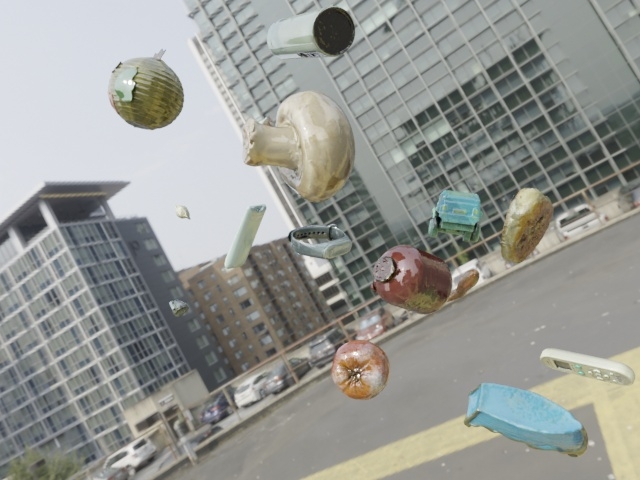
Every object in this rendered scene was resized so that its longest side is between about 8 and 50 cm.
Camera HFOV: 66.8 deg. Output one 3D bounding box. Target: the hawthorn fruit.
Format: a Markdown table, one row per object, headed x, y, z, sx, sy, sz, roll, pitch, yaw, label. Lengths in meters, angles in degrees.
| x | y | z | sx | sy | sz | roll | pitch | yaw | label |
| --- | --- | --- | --- | --- | --- | --- | --- | --- | --- |
| 0.154 | 0.510 | 1.932 | 0.231 | 0.235 | 0.263 | -53 | 5 | -15 | hawthorn fruit |

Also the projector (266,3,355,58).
| x | y | z | sx | sy | sz | roll | pitch | yaw | label |
| --- | --- | --- | --- | --- | --- | --- | --- | --- | --- |
| -0.034 | -0.510 | 1.207 | 0.108 | 0.108 | 0.337 | -28 | 27 | -13 | projector |

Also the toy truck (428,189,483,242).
| x | y | z | sx | sy | sz | roll | pitch | yaw | label |
| --- | --- | --- | --- | --- | --- | --- | --- | --- | --- |
| 0.444 | -0.077 | 1.599 | 0.154 | 0.156 | 0.279 | 8 | 3 | 10 | toy truck |

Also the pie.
| x | y | z | sx | sy | sz | roll | pitch | yaw | label |
| --- | --- | --- | --- | --- | --- | --- | --- | --- | --- |
| 0.782 | -0.053 | 1.841 | 0.315 | 0.315 | 0.092 | -26 | 38 | -35 | pie |

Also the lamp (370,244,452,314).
| x | y | z | sx | sy | sz | roll | pitch | yaw | label |
| --- | --- | --- | --- | --- | --- | --- | --- | --- | --- |
| 0.252 | 0.112 | 1.325 | 0.258 | 0.180 | 0.180 | 22 | -39 | -35 | lamp |

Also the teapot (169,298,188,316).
| x | y | z | sx | sy | sz | roll | pitch | yaw | label |
| --- | --- | --- | --- | --- | --- | --- | --- | --- | --- |
| -0.601 | 0.279 | 2.035 | 0.066 | 0.057 | 0.088 | -43 | -23 | 4 | teapot |

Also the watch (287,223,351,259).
| x | y | z | sx | sy | sz | roll | pitch | yaw | label |
| --- | --- | --- | --- | --- | --- | --- | --- | --- | --- |
| 0.000 | 0.000 | 1.713 | 0.193 | 0.068 | 0.206 | 26 | 32 | 37 | watch |

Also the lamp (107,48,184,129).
| x | y | z | sx | sy | sz | roll | pitch | yaw | label |
| --- | --- | --- | --- | --- | --- | --- | --- | --- | --- |
| -0.579 | -0.519 | 1.637 | 0.250 | 0.285 | 0.250 | 15 | -2 | 0 | lamp |

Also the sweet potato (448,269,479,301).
| x | y | z | sx | sy | sz | roll | pitch | yaw | label |
| --- | --- | --- | --- | --- | --- | --- | --- | --- | --- |
| 0.439 | 0.153 | 1.535 | 0.050 | 0.050 | 0.214 | -26 | -21 | -36 | sweet potato |

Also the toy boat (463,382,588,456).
| x | y | z | sx | sy | sz | roll | pitch | yaw | label |
| --- | --- | --- | --- | --- | --- | --- | --- | --- | --- |
| 0.320 | 0.285 | 0.753 | 0.075 | 0.185 | 0.077 | -65 | -17 | -45 | toy boat |

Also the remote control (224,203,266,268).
| x | y | z | sx | sy | sz | roll | pitch | yaw | label |
| --- | --- | --- | --- | --- | --- | --- | --- | --- | --- |
| -0.292 | -0.010 | 1.912 | 0.103 | 0.051 | 0.293 | -16 | -43 | -54 | remote control |

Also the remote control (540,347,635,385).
| x | y | z | sx | sy | sz | roll | pitch | yaw | label |
| --- | --- | --- | --- | --- | --- | --- | --- | --- | --- |
| 0.684 | 0.322 | 1.251 | 0.221 | 0.078 | 0.042 | 5 | 56 | 48 | remote control |

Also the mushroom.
| x | y | z | sx | sy | sz | roll | pitch | yaw | label |
| --- | --- | --- | --- | --- | --- | --- | --- | --- | --- |
| -0.062 | -0.239 | 1.291 | 0.289 | 0.298 | 0.297 | -11 | -10 | -20 | mushroom |

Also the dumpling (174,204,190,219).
| x | y | z | sx | sy | sz | roll | pitch | yaw | label |
| --- | --- | --- | --- | --- | --- | --- | --- | --- | --- |
| -0.542 | -0.112 | 1.924 | 0.076 | 0.052 | 0.057 | 8 | 1 | 17 | dumpling |

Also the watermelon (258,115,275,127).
| x | y | z | sx | sy | sz | roll | pitch | yaw | label |
| --- | --- | --- | --- | --- | --- | --- | --- | --- | --- |
| -0.202 | -0.418 | 1.743 | 0.085 | 0.085 | 0.061 | -28 | -25 | -20 | watermelon |
